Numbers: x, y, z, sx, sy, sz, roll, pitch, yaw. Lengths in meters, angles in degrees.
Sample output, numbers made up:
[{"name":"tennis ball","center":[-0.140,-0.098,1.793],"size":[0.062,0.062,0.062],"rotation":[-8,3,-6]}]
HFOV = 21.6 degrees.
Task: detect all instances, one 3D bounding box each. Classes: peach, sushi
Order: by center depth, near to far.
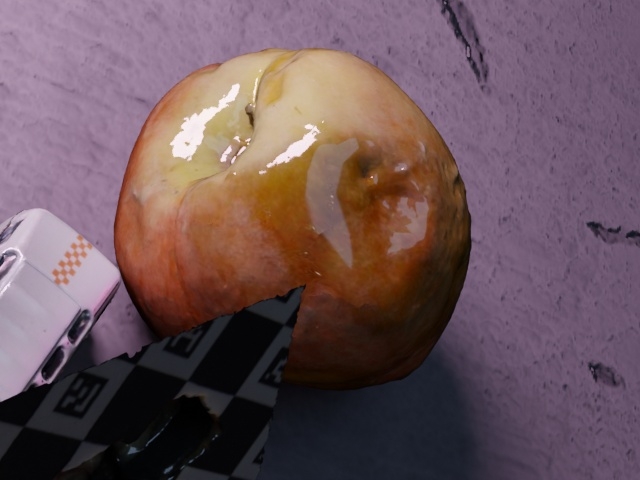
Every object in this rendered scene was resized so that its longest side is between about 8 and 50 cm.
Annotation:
[{"name":"sushi","center":[-0.127,0.129,0.894],"size":[0.231,0.219,0.047],"rotation":[-20,46,-40]},{"name":"peach","center":[0.000,0.000,1.014],"size":[0.235,0.214,0.214],"rotation":[39,48,-39]}]

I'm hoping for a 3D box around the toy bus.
[{"name":"toy bus","center":[-0.187,0.069,0.923],"size":[0.087,0.089,0.194],"rotation":[42,52,-12]}]
